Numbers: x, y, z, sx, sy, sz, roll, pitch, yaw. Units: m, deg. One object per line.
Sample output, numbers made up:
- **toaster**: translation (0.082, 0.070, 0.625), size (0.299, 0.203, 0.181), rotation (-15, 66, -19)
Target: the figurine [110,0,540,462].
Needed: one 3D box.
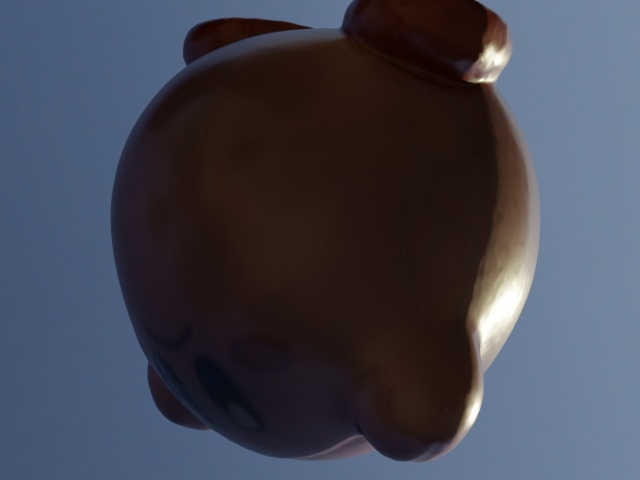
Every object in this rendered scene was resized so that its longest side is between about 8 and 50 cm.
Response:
- **figurine**: translation (0.000, 0.000, 0.661), size (0.173, 0.173, 0.173), rotation (20, -133, -22)
